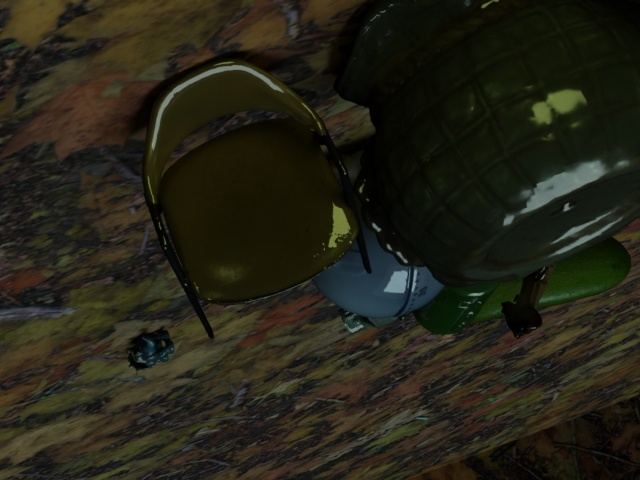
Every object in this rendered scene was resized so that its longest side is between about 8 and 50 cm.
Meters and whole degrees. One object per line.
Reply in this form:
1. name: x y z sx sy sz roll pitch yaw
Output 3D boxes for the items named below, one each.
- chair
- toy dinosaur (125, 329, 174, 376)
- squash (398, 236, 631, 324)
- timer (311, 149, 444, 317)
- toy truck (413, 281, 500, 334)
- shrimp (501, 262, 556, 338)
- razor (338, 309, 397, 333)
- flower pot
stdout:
1. chair: -0.060 -0.036 1.483 0.158 0.172 0.247 -23 172 -3
2. toy dinosaur: -0.195 0.126 2.027 0.047 0.030 0.083 -19 163 -28
3. squash: 0.243 0.043 2.274 0.395 0.107 0.107 -11 160 -38
4. timer: 0.014 -0.017 1.721 0.255 0.175 0.175 17 146 -23
5. toy truck: 0.151 0.021 2.034 0.101 0.125 0.242 -19 163 -16
6. shrimp: 0.251 0.000 2.012 0.054 0.222 0.290 19 166 8
7. razor: 0.057 0.068 2.172 0.111 0.056 0.278 -25 165 7
8. flower pot: 0.163 -0.099 1.484 0.301 0.213 0.302 -22 164 -7
